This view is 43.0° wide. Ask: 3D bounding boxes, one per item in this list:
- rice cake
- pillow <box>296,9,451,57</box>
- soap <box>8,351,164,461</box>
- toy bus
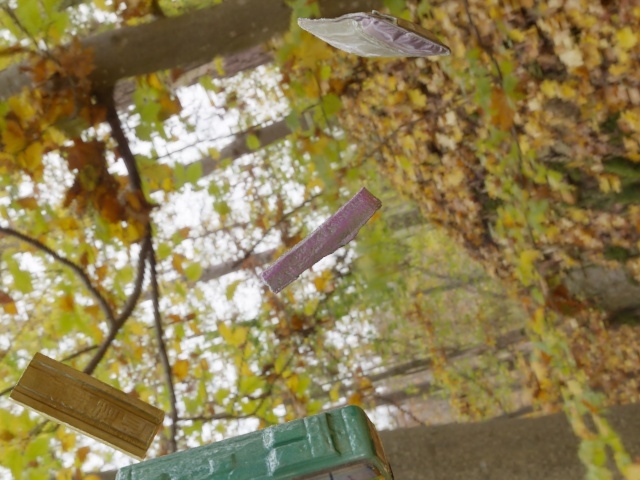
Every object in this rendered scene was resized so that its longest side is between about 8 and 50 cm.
[{"bbox_3d":[0.000,0.000,1.165,0.047,0.207,0.036,50,-171,-16],"label":"rice cake"},{"bbox_3d":[0.058,-0.253,1.002,0.233,0.131,0.038,24,99,62],"label":"pillow"},{"bbox_3d":[-0.396,0.286,1.396,0.252,0.037,0.092,27,-120,-9],"label":"soap"},{"bbox_3d":[-0.060,0.238,0.775,0.091,0.262,0.109,-110,6,-52],"label":"toy bus"}]
